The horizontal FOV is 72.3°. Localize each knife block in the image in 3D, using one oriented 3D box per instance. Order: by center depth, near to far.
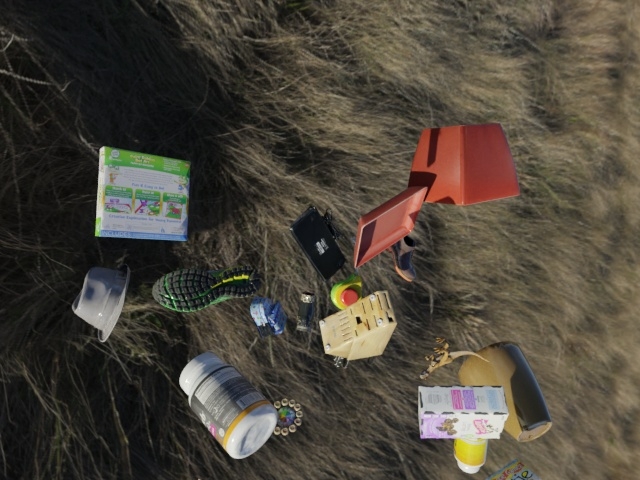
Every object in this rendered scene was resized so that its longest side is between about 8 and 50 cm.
[{"bbox_3d":[0.127,0.245,1.134,0.242,0.275,0.088,24,42,-44],"label":"knife block"}]

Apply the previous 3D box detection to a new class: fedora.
[{"bbox_3d":[-0.729,0.185,1.441,0.124,0.276,0.244,24,118,-29],"label":"fedora"}]

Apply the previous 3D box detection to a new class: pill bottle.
[{"bbox_3d":[-0.261,0.445,1.214,0.162,0.278,0.162,-30,136,-34],"label":"pill bottle"},{"bbox_3d":[0.557,0.751,1.623,0.117,0.117,0.215,-23,120,-39],"label":"pill bottle"}]

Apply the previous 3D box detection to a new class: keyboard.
[{"bbox_3d":[0.000,0.000,0.959,0.100,0.038,0.192,-41,134,-11],"label":"keyboard"}]

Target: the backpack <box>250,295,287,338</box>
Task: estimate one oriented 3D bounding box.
[{"bbox_3d":[-0.245,0.336,2.018,0.158,0.116,0.173,-69,139,-61],"label":"backpack"}]

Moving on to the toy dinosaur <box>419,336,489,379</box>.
[{"bbox_3d":[0.393,0.354,1.345,0.211,0.064,0.112,-24,115,4],"label":"toy dinosaur"}]

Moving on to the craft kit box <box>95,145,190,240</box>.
[{"bbox_3d":[-0.509,-0.127,1.273,0.249,0.060,0.247,5,89,-41],"label":"craft kit box"}]

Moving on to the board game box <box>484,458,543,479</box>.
[{"bbox_3d":[0.487,0.641,0.980,0.144,0.275,0.142,-30,87,-6],"label":"board game box"}]

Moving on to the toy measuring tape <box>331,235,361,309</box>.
[{"bbox_3d":[0.097,0.151,1.708,0.121,0.121,0.331,-6,96,-43],"label":"toy measuring tape"}]

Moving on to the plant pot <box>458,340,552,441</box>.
[{"bbox_3d":[0.616,0.501,1.419,0.237,0.254,0.237,-9,128,-12],"label":"plant pot"}]

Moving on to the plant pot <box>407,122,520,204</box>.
[{"bbox_3d":[0.460,-0.258,1.438,0.267,0.267,0.236,-12,104,-28],"label":"plant pot"}]

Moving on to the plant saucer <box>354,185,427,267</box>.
[{"bbox_3d":[0.208,-0.049,1.398,0.259,0.048,0.258,-32,154,-19],"label":"plant saucer"}]

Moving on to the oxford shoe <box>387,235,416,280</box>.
[{"bbox_3d":[0.336,0.054,1.731,0.271,0.098,0.097,57,28,-31],"label":"oxford shoe"}]

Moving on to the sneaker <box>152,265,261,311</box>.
[{"bbox_3d":[-0.378,0.161,1.450,0.343,0.146,0.134,-2,82,-31],"label":"sneaker"}]

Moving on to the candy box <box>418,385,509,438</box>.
[{"bbox_3d":[0.340,0.421,1.068,0.165,0.196,0.070,76,14,-46],"label":"candy box"}]

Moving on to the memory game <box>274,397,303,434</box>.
[{"bbox_3d":[-0.174,0.854,2.131,0.186,0.186,0.012,-45,143,-31],"label":"memory game"}]

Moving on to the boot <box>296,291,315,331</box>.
[{"bbox_3d":[-0.062,0.338,2.139,0.236,0.085,0.179,-14,112,-87],"label":"boot"}]

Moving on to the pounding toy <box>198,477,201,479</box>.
[{"bbox_3d":[-0.464,1.003,1.673,0.100,0.141,0.130,31,50,-2],"label":"pounding toy"}]
